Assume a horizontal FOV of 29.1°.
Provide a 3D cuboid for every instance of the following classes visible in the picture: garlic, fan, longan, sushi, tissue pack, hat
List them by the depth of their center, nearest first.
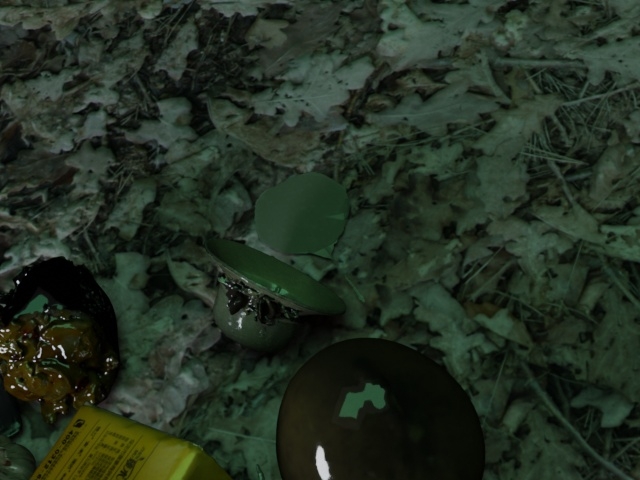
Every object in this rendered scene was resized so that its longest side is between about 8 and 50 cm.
[{"bbox_3d":[-0.314,0.463,1.764,0.293,0.228,0.382,10,58,41],"label":"tissue pack"},{"bbox_3d":[0.084,0.297,1.795,0.318,0.319,0.319,-4,58,6],"label":"longan"},{"bbox_3d":[-0.518,0.380,1.949,0.147,0.102,0.159,-29,47,-27],"label":"garlic"},{"bbox_3d":[-0.098,0.111,2.025,0.257,0.257,0.130,29,100,23],"label":"hat"},{"bbox_3d":[-0.440,0.167,2.028,0.200,0.213,0.204,-30,42,16],"label":"sushi"},{"bbox_3d":[0.000,0.001,2.159,0.182,0.010,0.310,-28,56,-8],"label":"fan"}]

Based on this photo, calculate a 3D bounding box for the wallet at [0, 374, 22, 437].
[{"bbox_3d":[-0.663,0.249,2.091,0.247,0.041,0.323,-26,56,-10],"label":"wallet"}]

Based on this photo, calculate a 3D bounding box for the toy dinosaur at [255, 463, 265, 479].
[{"bbox_3d":[-0.079,0.448,1.753,0.167,0.053,0.242,-23,96,-20],"label":"toy dinosaur"}]
